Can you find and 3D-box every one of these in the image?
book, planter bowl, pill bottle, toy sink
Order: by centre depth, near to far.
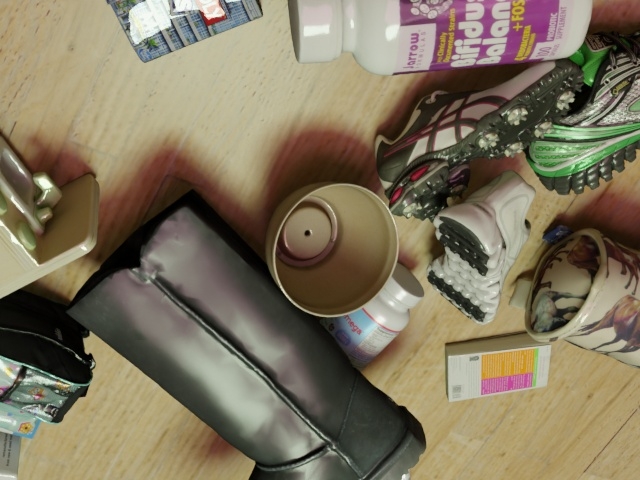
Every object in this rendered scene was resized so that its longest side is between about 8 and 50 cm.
[{"bbox_3d":[0.119,-0.262,1.244,0.301,0.169,0.169,-7,126,-5],"label":"pill bottle"},{"bbox_3d":[-0.386,-0.026,1.338,0.234,0.153,0.131,-26,125,10],"label":"toy sink"},{"bbox_3d":[0.000,0.000,1.431,0.162,0.109,0.162,-6,106,-22],"label":"planter bowl"},{"bbox_3d":[0.059,0.104,1.544,0.087,0.087,0.160,30,115,-27],"label":"pill bottle"},{"bbox_3d":[0.249,0.180,1.666,0.144,0.035,0.096,-8,129,-3],"label":"book"}]

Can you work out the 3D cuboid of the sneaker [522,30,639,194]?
[{"bbox_3d":[0.376,-0.191,1.360,0.343,0.134,0.146,-34,123,15],"label":"sneaker"}]

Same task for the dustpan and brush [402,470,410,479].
[{"bbox_3d":[0.115,0.430,1.784,0.060,0.147,0.211,2,104,34],"label":"dustpan and brush"}]

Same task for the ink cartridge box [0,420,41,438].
[{"bbox_3d":[-0.423,0.202,1.555,0.122,0.052,0.088,19,120,-20],"label":"ink cartridge box"}]

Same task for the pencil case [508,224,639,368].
[{"bbox_3d":[0.464,0.117,1.580,0.410,0.183,0.160,21,87,-23],"label":"pencil case"}]

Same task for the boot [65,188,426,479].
[{"bbox_3d":[-0.138,0.212,1.448,0.367,0.146,0.445,-46,111,-5],"label":"boot"}]

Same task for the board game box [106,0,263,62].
[{"bbox_3d":[-0.137,-0.297,1.243,0.194,0.060,0.194,-20,126,6],"label":"board game box"}]

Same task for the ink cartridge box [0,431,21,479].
[{"bbox_3d":[-0.556,0.323,1.579,0.272,0.114,0.197,12,123,-16],"label":"ink cartridge box"}]

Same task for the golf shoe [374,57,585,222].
[{"bbox_3d":[0.169,-0.137,1.350,0.273,0.120,0.105,-37,152,24],"label":"golf shoe"}]

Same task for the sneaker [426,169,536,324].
[{"bbox_3d":[0.204,0.013,1.452,0.118,0.110,0.292,-46,165,-17],"label":"sneaker"}]

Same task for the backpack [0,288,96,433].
[{"bbox_3d":[-0.390,0.135,1.439,0.188,0.166,0.144,33,112,-34],"label":"backpack"}]
